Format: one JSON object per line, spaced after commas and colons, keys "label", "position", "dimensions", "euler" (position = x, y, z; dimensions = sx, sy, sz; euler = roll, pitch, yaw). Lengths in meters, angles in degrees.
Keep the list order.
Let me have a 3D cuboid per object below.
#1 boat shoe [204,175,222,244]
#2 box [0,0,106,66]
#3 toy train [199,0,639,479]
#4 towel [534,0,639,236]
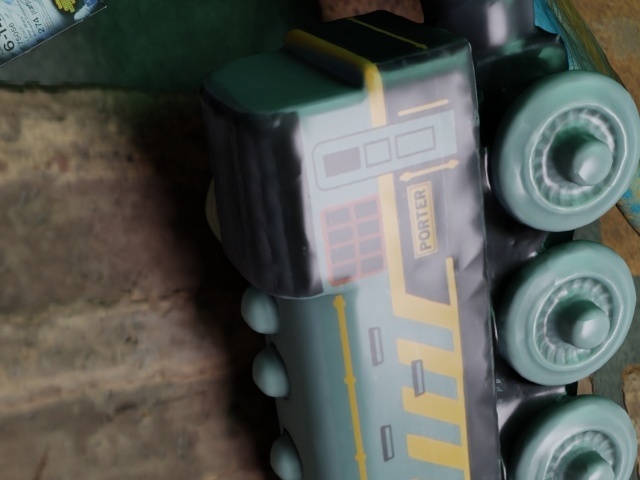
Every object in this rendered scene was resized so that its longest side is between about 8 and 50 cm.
{"label": "boat shoe", "position": [0.000, 0.002, 0.629], "dimensions": [0.153, 0.048, 0.056], "euler": [38, 57, -39]}
{"label": "box", "position": [-0.162, -0.143, 0.488], "dimensions": [0.094, 0.027, 0.137], "euler": [-44, 116, -42]}
{"label": "toy train", "position": [0.052, 0.034, 0.574], "dimensions": [0.190, 0.142, 0.333], "euler": [-15, 116, -17]}
{"label": "towel", "position": [0.147, -0.140, 0.749], "dimensions": [0.370, 0.040, 0.271], "euler": [46, 25, -35]}
